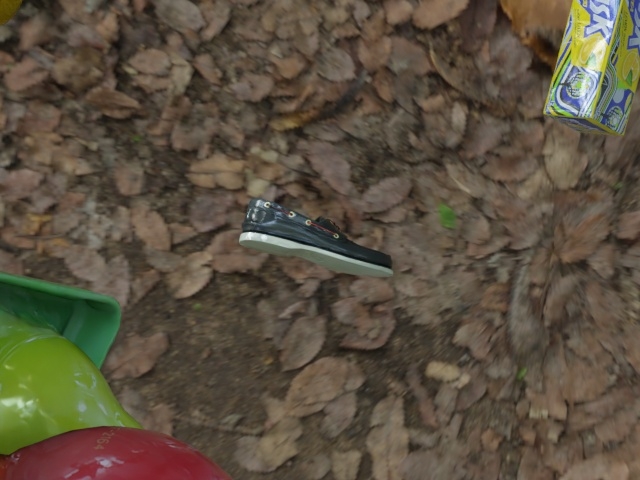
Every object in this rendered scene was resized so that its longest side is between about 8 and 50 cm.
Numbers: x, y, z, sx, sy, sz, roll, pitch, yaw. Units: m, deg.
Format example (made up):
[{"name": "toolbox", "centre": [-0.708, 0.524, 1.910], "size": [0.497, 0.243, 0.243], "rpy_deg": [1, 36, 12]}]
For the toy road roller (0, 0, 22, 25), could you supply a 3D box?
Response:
[{"name": "toy road roller", "centre": [-0.273, -0.113, 0.516], "size": [0.329, 0.203, 0.240], "rpy_deg": [33, 111, 51]}]

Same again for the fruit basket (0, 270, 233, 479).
[{"name": "fruit basket", "centre": [-0.140, 0.120, 0.528], "size": [0.353, 0.327, 0.165], "rpy_deg": [34, 95, 26]}]

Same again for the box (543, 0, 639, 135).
[{"name": "box", "centre": [0.256, -0.183, 1.092], "size": [0.054, 0.059, 0.168], "rpy_deg": [11, 85, 45]}]

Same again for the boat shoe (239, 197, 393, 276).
[{"name": "boat shoe", "centre": [0.001, 0.000, 0.995], "size": [0.133, 0.049, 0.042], "rpy_deg": [17, 73, -15]}]
